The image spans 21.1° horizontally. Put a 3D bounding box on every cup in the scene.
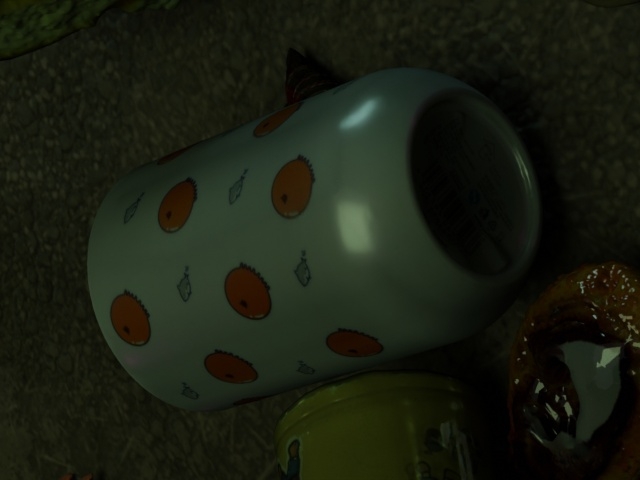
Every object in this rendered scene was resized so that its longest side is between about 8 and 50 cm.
[{"bbox_3d":[0.000,0.000,1.300,0.317,0.212,0.212,-19,89,44],"label":"cup"}]

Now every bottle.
[{"bbox_3d":[0.067,0.280,1.250,0.171,0.171,0.351,-45,41,41],"label":"bottle"}]

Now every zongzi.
[{"bbox_3d":[-0.006,-0.107,1.397,0.083,0.067,0.073,51,146,44],"label":"zongzi"}]

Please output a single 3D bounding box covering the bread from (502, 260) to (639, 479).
[{"bbox_3d":[0.198,0.125,1.246,0.139,0.095,0.269,42,144,38],"label":"bread"}]

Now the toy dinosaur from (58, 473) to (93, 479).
[{"bbox_3d":[-0.238,0.285,1.725,0.279,0.055,0.101,1,112,42],"label":"toy dinosaur"}]

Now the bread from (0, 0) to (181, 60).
[{"bbox_3d":[-0.232,-0.292,1.387,0.264,0.395,0.239,109,147,-60],"label":"bread"}]

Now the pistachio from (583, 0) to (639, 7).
[{"bbox_3d":[0.217,-0.210,1.112,0.149,0.113,0.113,-10,96,38],"label":"pistachio"}]
